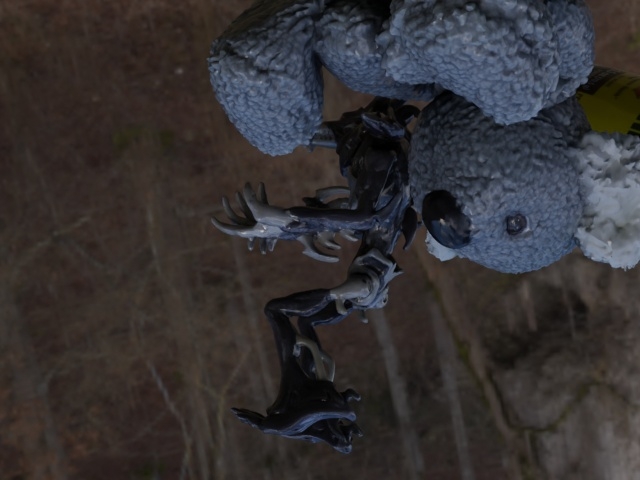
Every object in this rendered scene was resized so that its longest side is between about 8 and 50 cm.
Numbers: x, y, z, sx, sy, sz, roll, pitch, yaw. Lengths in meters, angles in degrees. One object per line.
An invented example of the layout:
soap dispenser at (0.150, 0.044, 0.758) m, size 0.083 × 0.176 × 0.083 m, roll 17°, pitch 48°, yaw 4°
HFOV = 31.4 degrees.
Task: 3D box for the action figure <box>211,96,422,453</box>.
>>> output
action figure at (0.000, 0.000, 0.799) m, size 0.141 × 0.276 × 0.164 m, roll 13°, pitch 171°, yaw 14°

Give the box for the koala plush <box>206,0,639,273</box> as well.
koala plush at (0.093, -0.073, 0.634) m, size 0.196 × 0.221 × 0.203 m, roll -5°, pitch -144°, yaw 42°

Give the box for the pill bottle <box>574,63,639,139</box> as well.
pill bottle at (0.248, -0.036, 0.750) m, size 0.117 × 0.117 × 0.215 m, roll -22°, pitch -145°, yaw -40°
